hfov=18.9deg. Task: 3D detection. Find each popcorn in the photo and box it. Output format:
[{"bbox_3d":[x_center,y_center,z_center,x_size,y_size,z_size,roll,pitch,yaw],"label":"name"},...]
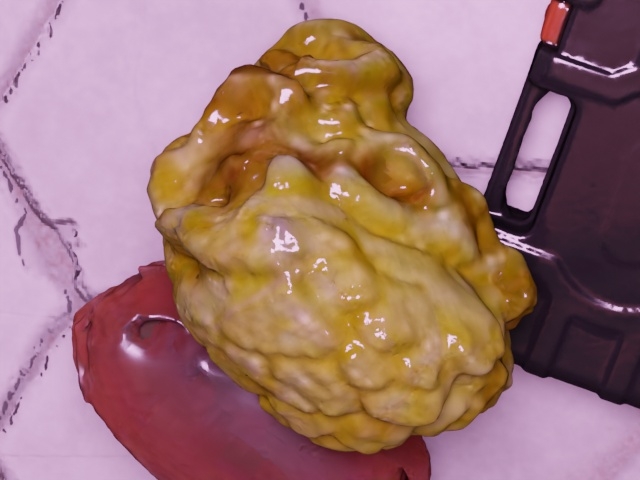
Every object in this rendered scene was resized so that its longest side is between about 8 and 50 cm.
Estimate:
[{"bbox_3d":[0.000,0.000,1.209,0.174,0.225,0.286,-35,75,36],"label":"popcorn"}]

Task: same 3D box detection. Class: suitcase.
[{"bbox_3d":[0.215,-0.033,1.274,0.206,0.066,0.285,20,109,4],"label":"suitcase"}]

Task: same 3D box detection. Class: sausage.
[{"bbox_3d":[-0.047,0.122,1.325,0.280,0.152,0.152,40,109,-4],"label":"sausage"}]
